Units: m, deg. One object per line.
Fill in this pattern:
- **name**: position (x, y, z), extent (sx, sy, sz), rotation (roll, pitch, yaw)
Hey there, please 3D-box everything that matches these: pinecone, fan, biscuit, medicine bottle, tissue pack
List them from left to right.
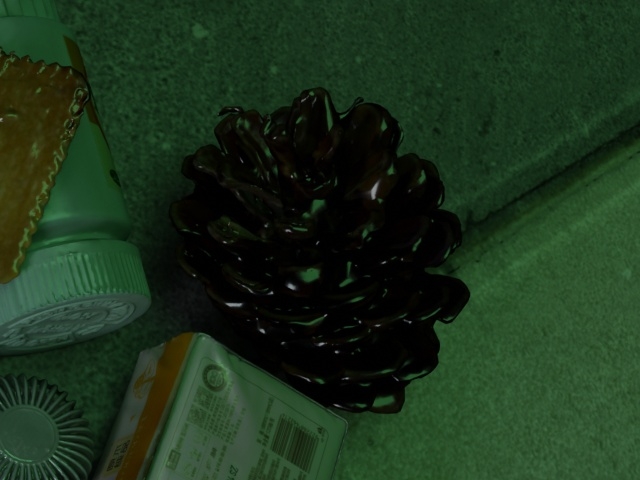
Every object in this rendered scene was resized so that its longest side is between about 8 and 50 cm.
- **biscuit**: position (-0.331, -0.064, 1.164), extent (0.232, 0.013, 0.237), rotation (17, 75, 3)
- **fan**: position (-0.304, 0.145, 1.194), extent (0.244, 0.074, 0.130), rotation (36, 50, -4)
- **medicine bottle**: position (-0.265, -0.071, 1.255), extent (0.158, 0.158, 0.318), rotation (-9, 74, -32)
- **tissue pack**: position (-0.101, 0.222, 1.224), extent (0.185, 0.124, 0.225), rotation (33, 55, -22)
- **pinecone**: position (0.004, -0.005, 1.314), extent (0.242, 0.296, 0.298), rotation (-30, 50, 4)
